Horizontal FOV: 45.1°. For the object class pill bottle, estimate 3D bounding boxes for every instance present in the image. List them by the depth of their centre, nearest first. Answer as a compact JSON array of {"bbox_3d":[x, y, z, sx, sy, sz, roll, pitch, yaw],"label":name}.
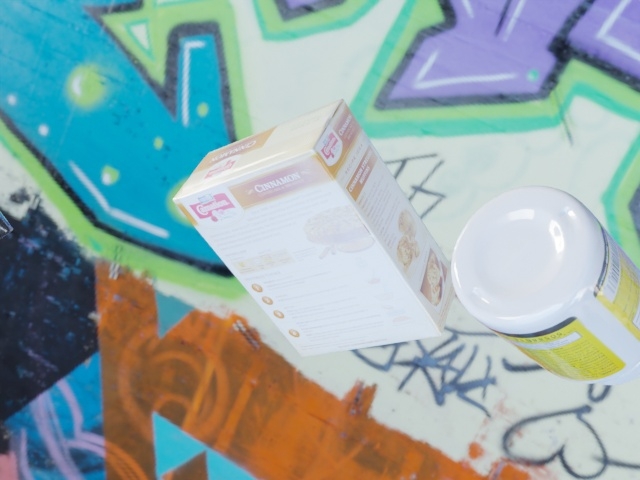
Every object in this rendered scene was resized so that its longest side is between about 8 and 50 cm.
[{"bbox_3d":[0.114,0.028,0.350,0.116,0.065,0.065,35,-178,-44],"label":"pill bottle"}]

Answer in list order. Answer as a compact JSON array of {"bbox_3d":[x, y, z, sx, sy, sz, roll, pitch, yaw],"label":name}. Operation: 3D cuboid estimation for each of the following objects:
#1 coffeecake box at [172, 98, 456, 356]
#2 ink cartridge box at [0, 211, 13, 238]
[{"bbox_3d":[0.000,0.000,0.608,0.185,0.142,0.068,54,-138,-26],"label":"coffeecake box"},{"bbox_3d":[-0.269,0.012,0.371,0.046,0.207,0.097,29,151,50],"label":"ink cartridge box"}]
